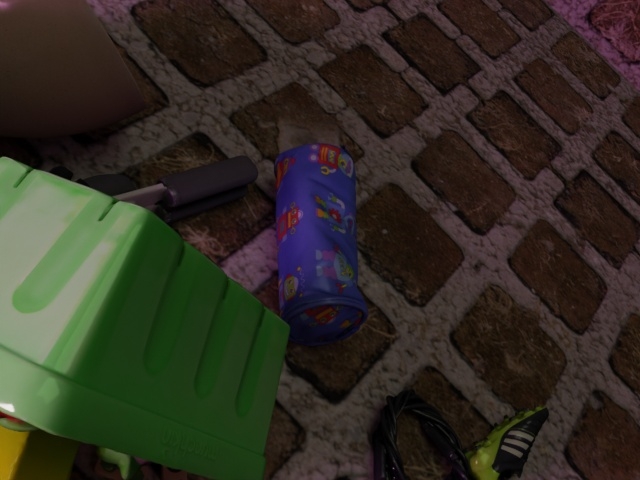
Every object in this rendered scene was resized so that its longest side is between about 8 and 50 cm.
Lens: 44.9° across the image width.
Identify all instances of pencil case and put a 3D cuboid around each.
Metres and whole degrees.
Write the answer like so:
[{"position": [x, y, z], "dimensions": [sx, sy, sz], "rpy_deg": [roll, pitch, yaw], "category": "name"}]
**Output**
[{"position": [0.000, 0.000, 1.108], "dimensions": [0.133, 0.119, 0.306], "rpy_deg": [23, 46, -32], "category": "pencil case"}]

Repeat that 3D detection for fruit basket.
[{"position": [-0.235, 0.159, 0.672], "dimensions": [0.283, 0.391, 0.392], "rpy_deg": [19, 37, 27], "category": "fruit basket"}]

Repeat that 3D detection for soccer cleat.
[{"position": [0.276, 0.298, 1.117], "dimensions": [0.179, 0.060, 0.072], "rpy_deg": [-24, 83, -36], "category": "soccer cleat"}]

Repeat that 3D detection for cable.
[{"position": [0.138, 0.285, 1.036], "dimensions": [0.151, 0.047, 0.184], "rpy_deg": [20, 48, -20], "category": "cable"}]

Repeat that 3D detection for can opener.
[{"position": [-0.209, -0.071, 1.052], "dimensions": [0.280, 0.074, 0.093], "rpy_deg": [-18, 68, -41], "category": "can opener"}]

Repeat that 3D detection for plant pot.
[{"position": [-0.377, -0.238, 0.961], "dimensions": [0.191, 0.284, 0.284], "rpy_deg": [-34, 77, -10], "category": "plant pot"}]

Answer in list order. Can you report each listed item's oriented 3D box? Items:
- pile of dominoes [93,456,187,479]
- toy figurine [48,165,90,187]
[{"position": [-0.157, 0.230, 0.883], "dimensions": [0.196, 0.040, 0.251], "rpy_deg": [9, 53, -29], "category": "pile of dominoes"}, {"position": [-0.347, 0.028, 0.843], "dimensions": [0.210, 0.148, 0.213], "rpy_deg": [-2, 57, -42], "category": "toy figurine"}]
